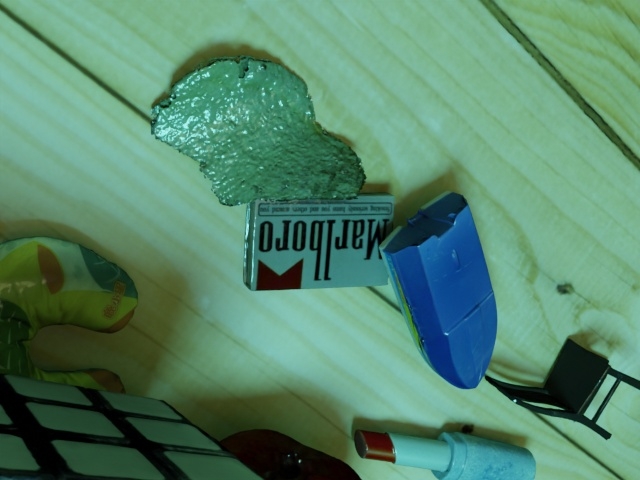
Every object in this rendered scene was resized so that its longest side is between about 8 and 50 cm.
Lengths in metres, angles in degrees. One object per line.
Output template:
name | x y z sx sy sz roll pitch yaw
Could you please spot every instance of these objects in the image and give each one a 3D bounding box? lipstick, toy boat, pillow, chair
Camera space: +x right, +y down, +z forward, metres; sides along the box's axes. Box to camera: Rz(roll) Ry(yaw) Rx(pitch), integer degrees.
lipstick | 0.165 0.291 1.086 0.274 0.061 0.068 15 102 -24
toy boat | 0.162 0.086 1.017 0.129 0.088 0.295 -38 127 -22
pillow | -0.303 0.109 0.857 0.214 0.086 0.233 4 101 -32
chair | 0.330 0.189 1.100 0.212 0.084 0.101 26 96 -30

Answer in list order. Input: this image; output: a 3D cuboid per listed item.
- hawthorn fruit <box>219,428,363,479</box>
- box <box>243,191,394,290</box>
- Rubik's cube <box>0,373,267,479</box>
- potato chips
hawthorn fruit | -0.067 0.376 0.927 0.265 0.265 0.307 -4 123 -20
box | 0.000 0.000 0.956 0.177 0.036 0.115 -1 106 -20
Rubik's cube | -0.253 0.298 0.692 0.303 0.301 0.305 15 90 -33
potato chips | -0.059 -0.109 0.889 0.228 0.059 0.167 44 77 -13
